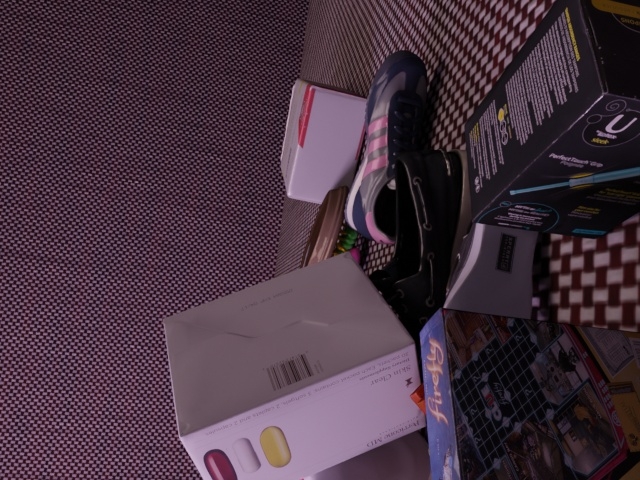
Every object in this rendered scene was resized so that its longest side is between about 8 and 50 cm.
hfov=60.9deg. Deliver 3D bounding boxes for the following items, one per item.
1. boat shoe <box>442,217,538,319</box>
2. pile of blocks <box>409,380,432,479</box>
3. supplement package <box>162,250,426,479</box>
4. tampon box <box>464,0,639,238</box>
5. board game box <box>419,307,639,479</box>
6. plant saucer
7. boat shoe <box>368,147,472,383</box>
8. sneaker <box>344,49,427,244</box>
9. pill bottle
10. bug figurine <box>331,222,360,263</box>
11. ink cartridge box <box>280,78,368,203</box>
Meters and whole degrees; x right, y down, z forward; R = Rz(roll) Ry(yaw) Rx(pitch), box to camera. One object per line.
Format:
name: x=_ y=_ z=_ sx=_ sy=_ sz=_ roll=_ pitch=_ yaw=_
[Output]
boat shoe: x=0.163 y=0.044 z=0.548 sx=0.076 sy=0.080 sz=0.228 roll=98 pitch=-171 yaw=-68
pile of blocks: x=0.142 y=0.238 z=0.475 sx=0.149 sy=0.113 sz=0.362 roll=109 pitch=164 yaw=-45
supplement package: x=-0.036 y=0.161 z=0.673 sx=0.204 sy=0.262 sz=0.145 roll=-123 pitch=15 yaw=-55
tampon box: x=0.199 y=-0.085 z=0.404 sx=0.161 sy=0.120 sz=0.101 roll=119 pitch=156 yaw=-61
board game box: x=0.153 y=0.168 z=0.334 sx=0.042 sy=0.165 sz=0.243 roll=114 pitch=162 yaw=-55
plant saucer: x=0.000 y=0.000 z=1.258 sx=0.278 sy=0.041 sz=0.277 roll=-162 pitch=90 yaw=-84
boat shoe: x=0.122 y=0.041 z=0.727 sx=0.127 sy=0.113 sz=0.340 roll=-143 pitch=61 yaw=-76
sneaker: x=0.134 y=-0.144 z=0.899 sx=0.131 sy=0.112 sz=0.319 roll=-138 pitch=52 yaw=-57
pill bottle: x=0.032 y=0.394 z=0.757 sx=0.176 sy=0.176 sz=0.318 roll=-97 pitch=19 yaw=-54
bug figurine: x=0.035 y=0.078 z=1.228 sx=0.279 sy=0.072 sz=0.216 roll=-82 pitch=13 yaw=-64
ink cartridge box: x=-0.002 y=-0.283 z=1.491 sx=0.384 sy=0.160 sz=0.279 roll=-111 pitch=32 yaw=-69
